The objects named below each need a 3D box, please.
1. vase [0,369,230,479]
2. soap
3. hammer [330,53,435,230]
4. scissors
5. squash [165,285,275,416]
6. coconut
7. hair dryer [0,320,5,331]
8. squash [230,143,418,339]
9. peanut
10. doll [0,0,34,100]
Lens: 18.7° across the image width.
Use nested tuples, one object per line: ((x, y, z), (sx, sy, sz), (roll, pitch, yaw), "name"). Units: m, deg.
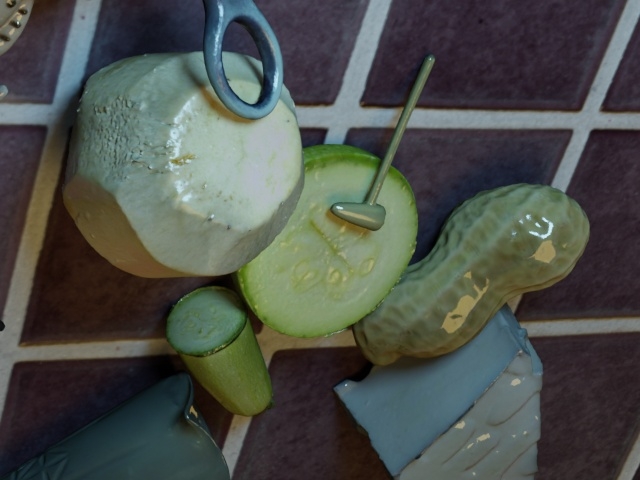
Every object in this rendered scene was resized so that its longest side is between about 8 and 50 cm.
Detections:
((-0.243, 0.275, 2.167), (0.300, 0.156, 0.251), (-25, 162, 2), "vase")
((0.209, 0.201, 2.325), (0.258, 0.159, 0.302), (-48, 135, 14), "soap")
((0.069, -0.107, 2.030), (0.060, 0.028, 0.195), (18, 98, -29), "hammer")
((-0.126, -0.300, 1.685), (0.383, 0.029, 0.256), (40, 59, -40), "scissors")
((-0.093, 0.140, 2.167), (0.094, 0.094, 0.224), (-30, 143, -1), "squash")
((-0.137, -0.073, 1.852), (0.241, 0.241, 0.241), (-15, 134, -16), "coconut")
((-0.407, 0.067, 1.955), (0.173, 0.050, 0.195), (-34, 139, 7), "hair dryer")
((0.003, 0.002, 2.075), (0.219, 0.041, 0.219), (-15, 121, -27), "squash")
((0.159, 0.036, 2.166), (0.298, 0.136, 0.120), (-37, 147, 13), "peanut")
((-0.269, -0.235, 1.704), (0.278, 0.119, 0.154), (-41, 121, 13), "doll")
